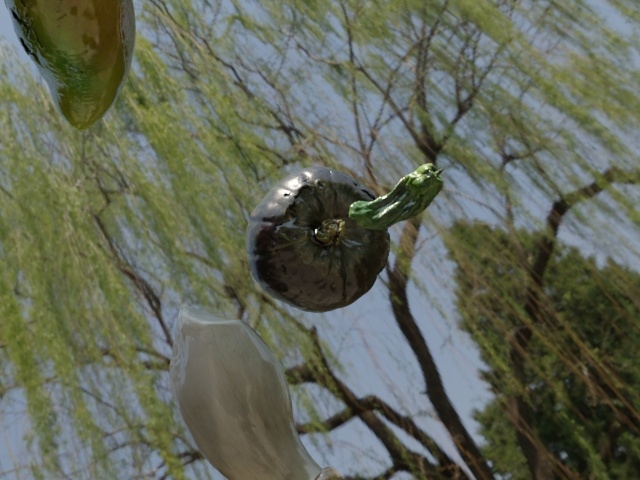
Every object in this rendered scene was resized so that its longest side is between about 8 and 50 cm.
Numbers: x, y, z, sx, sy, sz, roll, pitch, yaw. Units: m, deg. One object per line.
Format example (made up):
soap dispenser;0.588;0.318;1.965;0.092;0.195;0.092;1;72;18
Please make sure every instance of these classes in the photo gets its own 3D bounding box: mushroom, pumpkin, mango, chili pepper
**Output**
mushroom;-0.057;0.144;0.643;0.097;0.212;0.088;-42;-17;25
pumpkin;0.000;0.001;1.249;0.238;0.159;0.238;0;-90;-19
mango;-0.228;-0.203;0.725;0.111;0.125;0.233;8;-52;4
chili pepper;0.069;-0.036;0.686;0.091;0.030;0.034;-29;-44;6
